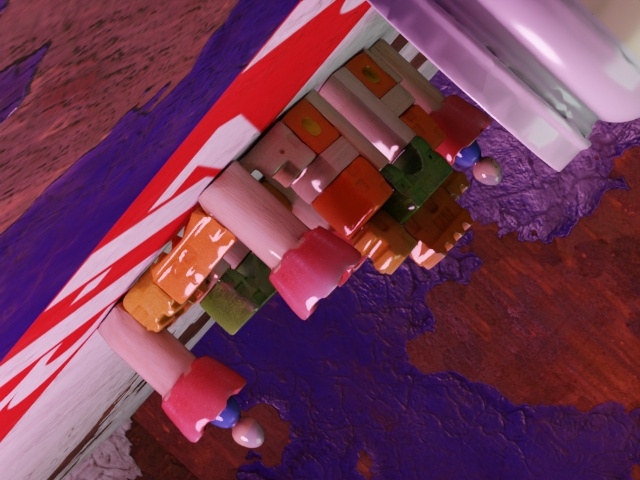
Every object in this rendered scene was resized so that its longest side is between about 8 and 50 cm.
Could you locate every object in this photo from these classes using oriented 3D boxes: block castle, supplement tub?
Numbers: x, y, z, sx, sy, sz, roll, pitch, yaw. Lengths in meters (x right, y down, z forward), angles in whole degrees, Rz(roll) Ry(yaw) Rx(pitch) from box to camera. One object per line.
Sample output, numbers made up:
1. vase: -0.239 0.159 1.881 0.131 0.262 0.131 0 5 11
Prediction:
1. block castle: 0.000 0.000 1.881 0.303 0.213 0.453 -49 177 35
2. supplement tub: 0.205 -0.233 1.247 0.325 0.235 0.235 -48 178 9
